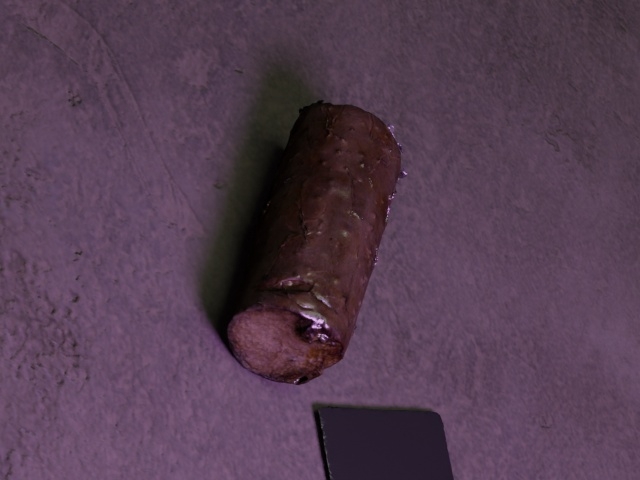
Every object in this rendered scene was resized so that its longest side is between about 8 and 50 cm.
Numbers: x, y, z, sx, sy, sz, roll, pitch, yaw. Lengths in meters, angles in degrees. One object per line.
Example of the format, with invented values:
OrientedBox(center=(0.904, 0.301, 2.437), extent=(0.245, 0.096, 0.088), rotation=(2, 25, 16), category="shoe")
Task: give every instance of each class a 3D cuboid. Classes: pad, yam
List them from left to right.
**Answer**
OrientedBox(center=(0.000, -0.001, 1.857), extent=(0.131, 0.131, 0.280), rotation=(35, 47, -20), category="yam")
OrientedBox(center=(0.079, 0.285, 1.832), extent=(0.159, 0.009, 0.265), rotation=(8, 61, -38), category="pad")
